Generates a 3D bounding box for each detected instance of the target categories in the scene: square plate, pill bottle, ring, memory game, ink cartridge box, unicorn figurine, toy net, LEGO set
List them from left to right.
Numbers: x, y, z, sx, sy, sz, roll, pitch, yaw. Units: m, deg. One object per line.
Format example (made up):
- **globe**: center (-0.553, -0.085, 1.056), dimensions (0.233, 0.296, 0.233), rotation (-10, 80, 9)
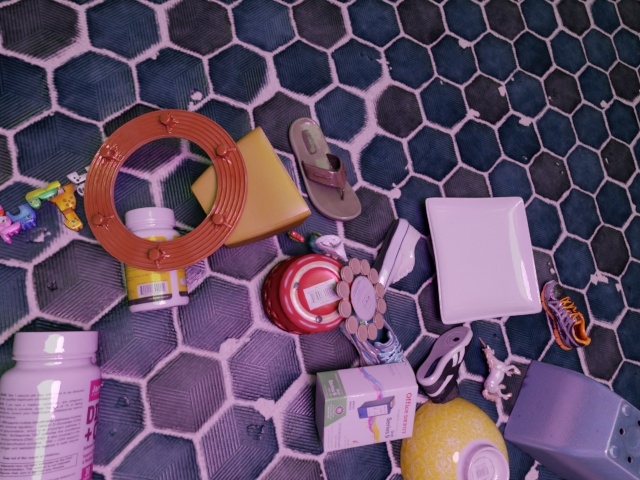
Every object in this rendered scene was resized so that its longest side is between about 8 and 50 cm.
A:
- **pill bottle**: center (-0.493, 0.309, 0.745), dimensions (0.161, 0.160, 0.282), rotation (3, 79, -18)
- **LEGO set**: center (-0.548, -0.056, 0.840), dimensions (0.227, 0.087, 0.093), rotation (-35, 95, -28)
- **pill bottle**: center (-0.351, 0.042, 0.868), dimensions (0.119, 0.119, 0.208), rotation (-6, 82, -20)
- **ring**: center (-0.312, -0.107, 0.811), dimensions (0.337, 0.032, 0.336), rotation (-1, 80, 5)
- **toy net**: center (0.000, 0.000, 0.937), dimensions (0.122, 0.232, 0.045), rotation (33, 82, -15)
- **memory game**: center (0.092, 0.129, 0.899), dimensions (0.186, 0.012, 0.186), rotation (19, 65, -48)
- **ink cartridge box**: center (0.101, 0.373, 0.927), dimensions (0.213, 0.093, 0.154), rotation (-4, 113, -13)
- **square plate**: center (0.460, 0.048, 1.170), dimensions (0.344, 0.049, 0.347), rotation (-3, 81, -19)
- **unicorn figurine**: center (0.485, 0.363, 1.124), dimensions (0.111, 0.060, 0.161), rotation (22, 73, -14)

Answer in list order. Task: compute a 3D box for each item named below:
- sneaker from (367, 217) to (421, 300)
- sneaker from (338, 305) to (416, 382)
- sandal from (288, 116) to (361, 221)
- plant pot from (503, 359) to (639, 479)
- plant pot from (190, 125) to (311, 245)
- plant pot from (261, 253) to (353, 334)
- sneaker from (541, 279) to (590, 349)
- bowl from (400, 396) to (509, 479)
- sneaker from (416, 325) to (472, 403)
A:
- **sneaker**: center (0.196, 0.063, 1.064), dimensions (0.091, 0.094, 0.258), rotation (30, 71, -7)
- **sneaker**: center (0.145, 0.268, 0.992), dimensions (0.110, 0.122, 0.283), rotation (-39, 94, -21)
- **sandal**: center (0.007, -0.183, 1.051), dimensions (0.120, 0.086, 0.302), rotation (-28, 89, -21)
- **plant pot**: center (0.699, 0.494, 1.071), dimensions (0.247, 0.252, 0.247), rotation (36, 71, -10)
- **plant pot**: center (-0.165, -0.092, 0.923), dimensions (0.187, 0.212, 0.212), rotation (-31, 91, -9)
- **plant pot**: center (-0.027, 0.119, 0.937), dimensions (0.191, 0.174, 0.191), rotation (4, 76, -18)
- **sneaker**: center (0.740, 0.221, 1.228), dimensions (0.084, 0.083, 0.214), rotation (-18, 84, -20)
- **bowl**: center (0.356, 0.541, 0.995), dimensions (0.290, 0.156, 0.289), rotation (4, 78, -18)
- **sneaker**: center (0.342, 0.335, 1.081), dimensions (0.217, 0.079, 0.121), rotation (-37, 110, -28)
